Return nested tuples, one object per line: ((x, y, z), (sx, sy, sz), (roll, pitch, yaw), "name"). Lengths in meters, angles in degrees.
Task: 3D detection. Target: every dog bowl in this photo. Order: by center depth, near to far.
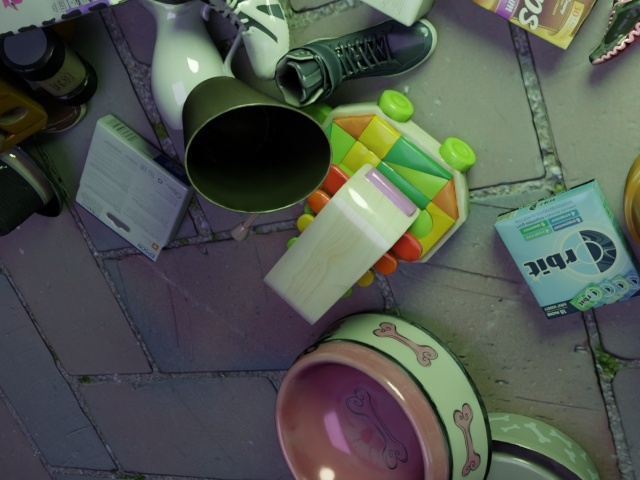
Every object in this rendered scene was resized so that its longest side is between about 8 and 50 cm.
((0.088, 0.341, 1.240), (0.408, 0.150, 0.407), (11, 108, 37), "dog bowl")
((0.358, 0.469, 1.283), (0.349, 0.102, 0.348), (13, 124, 20), "dog bowl")

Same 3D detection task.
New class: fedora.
((-0.701, -0.117, 1.400), (0.334, 0.152, 0.334), (20, 149, 13), "fedora")

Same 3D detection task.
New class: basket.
((-0.117, -0.153, 1.010), (0.205, 0.227, 0.154), (-2, 116, -21), "basket")

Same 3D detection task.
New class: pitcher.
((-0.192, -0.291, 1.116), (0.178, 0.125, 0.207), (-3, 106, 12), "pitcher")

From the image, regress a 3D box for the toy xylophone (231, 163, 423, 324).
((0.000, 0.000, 1.116), (0.236, 0.081, 0.323), (49, 129, -4), "toy xylophone")

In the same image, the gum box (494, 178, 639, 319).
((0.376, 0.019, 1.040), (0.157, 0.041, 0.184), (-23, 107, 35), "gum box")

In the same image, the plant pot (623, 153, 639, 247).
((0.486, -0.022, 0.864), (0.205, 0.188, 0.205), (13, 123, 21), "plant pot")

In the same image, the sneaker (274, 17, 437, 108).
((0.042, -0.251, 0.980), (0.226, 0.163, 0.086), (-6, 114, 29), "sneaker")

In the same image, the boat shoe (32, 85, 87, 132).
((-0.571, -0.242, 1.349), (0.258, 0.095, 0.095), (-6, 115, 30), "boat shoe")

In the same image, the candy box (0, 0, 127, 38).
((-0.321, -0.336, 0.792), (0.196, 0.070, 0.164), (-4, 116, 29), "candy box")

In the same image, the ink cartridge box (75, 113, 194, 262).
((-0.368, -0.098, 1.361), (0.223, 0.045, 0.224), (37, 129, 4), "ink cartridge box")

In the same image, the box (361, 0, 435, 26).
((0.116, -0.356, 0.914), (0.087, 0.101, 0.102), (32, 128, 7), "box")

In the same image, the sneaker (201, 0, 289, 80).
((-0.137, -0.342, 1.003), (0.094, 0.153, 0.234), (27, 129, 50), "sneaker")

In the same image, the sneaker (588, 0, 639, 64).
((0.380, -0.274, 0.867), (0.057, 0.047, 0.119), (52, 126, 11), "sneaker")

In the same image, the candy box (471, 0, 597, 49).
((0.262, -0.338, 0.880), (0.187, 0.053, 0.109), (30, 127, 7), "candy box")

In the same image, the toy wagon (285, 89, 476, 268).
((0.068, -0.112, 1.108), (0.344, 0.068, 0.267), (39, 128, 2), "toy wagon")

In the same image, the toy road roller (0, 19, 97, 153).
((-0.579, -0.309, 1.200), (0.330, 0.202, 0.240), (-35, 84, 0), "toy road roller")
